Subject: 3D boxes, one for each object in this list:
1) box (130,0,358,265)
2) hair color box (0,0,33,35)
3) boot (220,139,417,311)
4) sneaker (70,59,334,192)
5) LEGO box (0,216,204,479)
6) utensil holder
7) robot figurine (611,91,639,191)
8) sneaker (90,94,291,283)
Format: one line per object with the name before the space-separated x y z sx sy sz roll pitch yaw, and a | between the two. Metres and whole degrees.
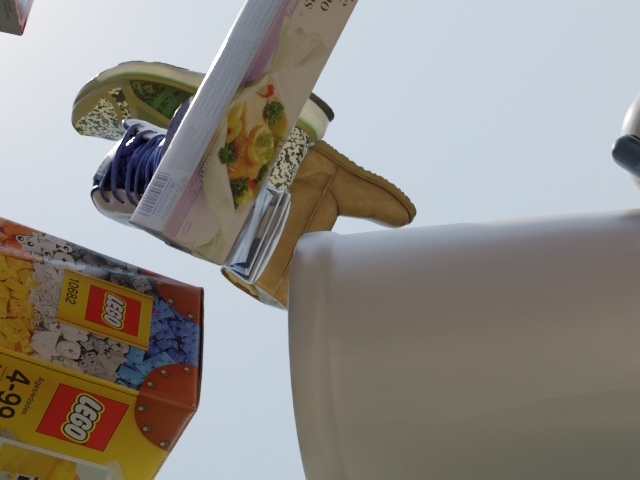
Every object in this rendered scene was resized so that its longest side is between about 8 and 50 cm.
box | -0.042 -0.137 0.961 0.063 0.067 0.324 31 -99 -35
hair color box | -0.291 -0.204 0.857 0.093 0.167 0.053 109 174 -70
boot | 0.000 0.000 1.922 0.236 0.089 0.269 31 -114 -6
sneaker | -0.192 -0.139 1.699 0.158 0.410 0.182 51 -131 -54
LEGO box | -0.388 0.218 1.242 0.372 0.193 0.500 21 -57 -17
utensil holder | 0.187 0.133 1.287 0.327 0.385 0.328 -7 -90 -81
robot figurine | 0.441 -0.080 1.291 0.173 0.278 0.209 -46 -54 4
sneaker | -0.141 -0.051 1.149 0.315 0.182 0.127 76 -145 -75
